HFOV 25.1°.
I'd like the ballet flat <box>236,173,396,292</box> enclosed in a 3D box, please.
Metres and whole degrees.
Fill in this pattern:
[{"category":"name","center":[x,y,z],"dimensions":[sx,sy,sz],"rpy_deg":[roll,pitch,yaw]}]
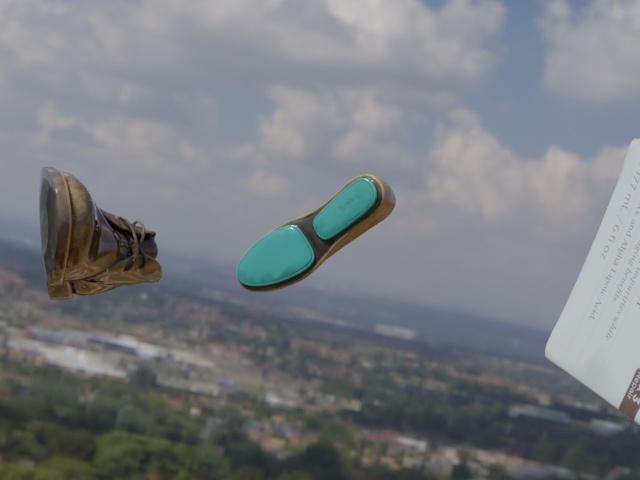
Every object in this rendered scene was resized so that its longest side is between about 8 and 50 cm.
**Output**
[{"category":"ballet flat","center":[0.000,0.000,1.826],"dimensions":[0.232,0.080,0.073],"rpy_deg":[-32,-21,19]}]

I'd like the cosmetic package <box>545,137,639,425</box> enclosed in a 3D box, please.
[{"category":"cosmetic package","center":[0.366,0.084,1.095],"dimensions":[0.156,0.217,0.385],"rpy_deg":[15,10,-29]}]

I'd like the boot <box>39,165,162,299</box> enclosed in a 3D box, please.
[{"category":"boot","center":[-0.208,-0.006,1.365],"dimensions":[0.115,0.112,0.305],"rpy_deg":[0,-10,-6]}]
